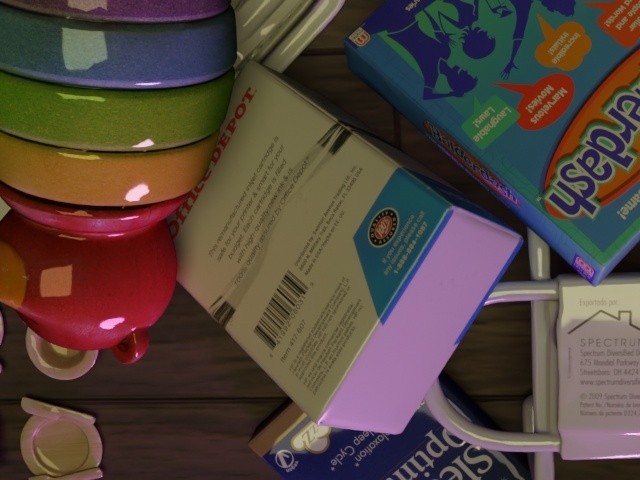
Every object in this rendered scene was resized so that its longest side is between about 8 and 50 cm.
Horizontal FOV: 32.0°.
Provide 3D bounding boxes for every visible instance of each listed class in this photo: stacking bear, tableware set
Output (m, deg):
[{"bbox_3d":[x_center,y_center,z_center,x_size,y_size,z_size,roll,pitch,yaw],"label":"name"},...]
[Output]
[{"bbox_3d":[-0.133,-0.069,0.649,0.175,0.164,0.289,26,119,35],"label":"stacking bear"},{"bbox_3d":[-0.231,0.109,0.830,0.141,0.020,0.168,3,101,6],"label":"tableware set"}]

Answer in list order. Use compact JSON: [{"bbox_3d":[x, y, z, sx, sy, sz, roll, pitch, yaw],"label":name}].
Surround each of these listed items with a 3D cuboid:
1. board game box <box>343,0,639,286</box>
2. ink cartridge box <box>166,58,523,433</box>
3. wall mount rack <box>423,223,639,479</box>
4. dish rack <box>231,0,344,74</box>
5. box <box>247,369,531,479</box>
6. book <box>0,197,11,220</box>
[{"bbox_3d":[0.144,-0.101,0.676,0.160,0.047,0.210,-45,73,-7],"label":"board game box"},{"bbox_3d":[0.000,0.000,0.697,0.203,0.086,0.148,41,106,40],"label":"ink cartridge box"},{"bbox_3d":[0.235,0.013,0.711,0.350,0.130,0.304,-2,104,7],"label":"wall mount rack"},{"bbox_3d":[-0.175,-0.199,0.741,0.333,0.072,0.285,44,101,-4],"label":"dish rack"},{"bbox_3d":[0.075,0.177,0.801,0.136,0.036,0.225,-44,95,12],"label":"box"},{"bbox_3d":[-0.274,-0.006,0.804,0.096,0.035,0.144,44,101,9],"label":"book"}]
